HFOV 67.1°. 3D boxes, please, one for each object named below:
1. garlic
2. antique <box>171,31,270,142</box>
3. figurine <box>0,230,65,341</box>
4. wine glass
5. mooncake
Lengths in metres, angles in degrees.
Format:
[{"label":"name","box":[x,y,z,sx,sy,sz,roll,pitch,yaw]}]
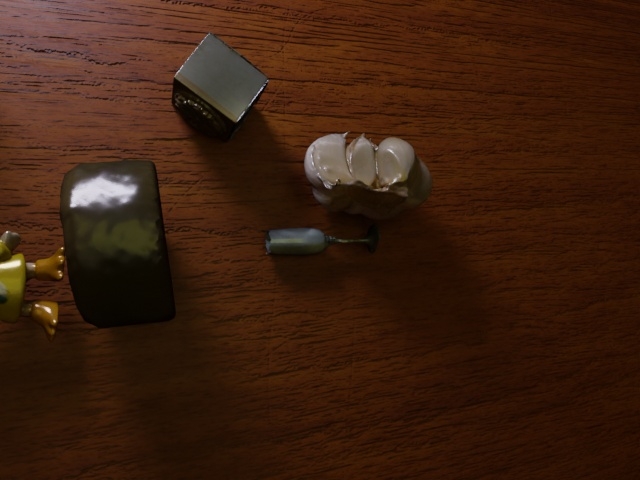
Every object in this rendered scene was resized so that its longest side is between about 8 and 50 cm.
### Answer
[{"label":"garlic","box":[0.106,-0.142,1.077,0.282,0.184,0.203,-2,56,-1]},{"label":"antique","box":[-0.210,-0.298,0.986,0.152,0.147,0.147,36,74,-12]},{"label":"figurine","box":[-0.608,0.083,0.772,0.344,0.187,0.214,7,71,-26]},{"label":"wine glass","box":[0.000,0.000,1.068,0.263,0.074,0.073,-2,83,-19]},{"label":"mooncake","box":[-0.342,0.006,0.826,0.156,0.284,0.283,-8,86,-16]}]
